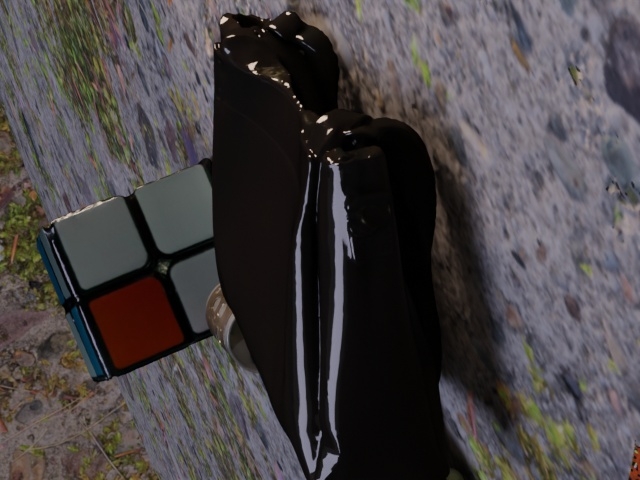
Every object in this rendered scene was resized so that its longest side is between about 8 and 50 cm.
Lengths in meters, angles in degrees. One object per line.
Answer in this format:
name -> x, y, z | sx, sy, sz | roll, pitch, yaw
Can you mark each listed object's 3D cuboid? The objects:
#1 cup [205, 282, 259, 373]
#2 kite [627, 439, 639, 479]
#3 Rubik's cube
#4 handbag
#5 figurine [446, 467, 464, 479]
cup -> -0.067, 0.062, 1.466 | 0.099, 0.074, 0.102 | -146, 37, -67
kite -> 0.181, 0.198, 0.863 | 0.125, 0.008, 0.222 | -172, 61, -75
Rubik's cube -> -0.171, 0.034, 1.603 | 0.167, 0.180, 0.183 | 67, 164, 2
handbag -> 0.000, 0.000, 1.038 | 0.285, 0.114, 0.257 | -120, 20, -58
figurine -> 0.043, 0.157, 1.172 | 0.197, 0.094, 0.147 | -114, 34, -42
